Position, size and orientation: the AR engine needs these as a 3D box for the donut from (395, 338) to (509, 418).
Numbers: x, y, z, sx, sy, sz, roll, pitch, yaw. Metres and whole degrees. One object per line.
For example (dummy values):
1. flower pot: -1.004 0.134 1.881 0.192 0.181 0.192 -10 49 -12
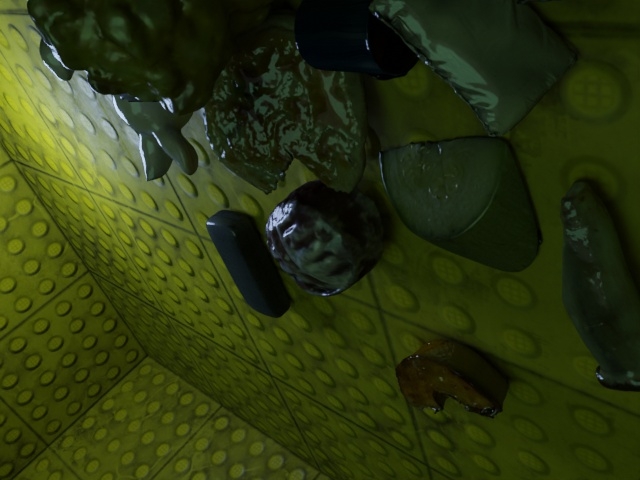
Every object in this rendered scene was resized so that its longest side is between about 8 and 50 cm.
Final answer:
1. donut: 0.251 0.272 1.238 0.152 0.101 0.259 53 151 -13

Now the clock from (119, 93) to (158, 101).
1. clock: -0.280 -0.341 1.036 0.073 0.145 0.193 -9 91 55

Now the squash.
1. squash: 0.227 -0.051 0.946 0.237 0.155 0.203 4 94 53

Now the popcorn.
1. popcorn: -0.239 -0.370 0.826 0.334 0.293 0.292 35 133 -18

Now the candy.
1. candy: 0.000 0.000 1.161 0.214 0.157 0.289 50 151 2

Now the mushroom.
1. mushroom: 0.385 0.073 0.831 0.107 0.087 0.333 -9 117 51

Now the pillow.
1. pillow: 0.170 -0.237 0.687 0.229 0.128 0.051 46 -167 0

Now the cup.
1. cup: 0.053 -0.263 0.801 0.138 0.113 0.150 17 139 44

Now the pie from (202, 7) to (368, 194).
1. pie: -0.064 -0.210 0.991 0.338 0.075 0.337 17 127 24

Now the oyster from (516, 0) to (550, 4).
1. oyster: 0.147 -0.333 0.565 0.271 0.100 0.275 49 -177 -18

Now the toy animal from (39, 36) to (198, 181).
1. toy animal: -0.355 -0.293 1.162 0.196 0.241 0.367 7 133 52

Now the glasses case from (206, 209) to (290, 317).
1. glasses case: -0.184 0.065 1.568 0.131 0.074 0.323 17 140 43
